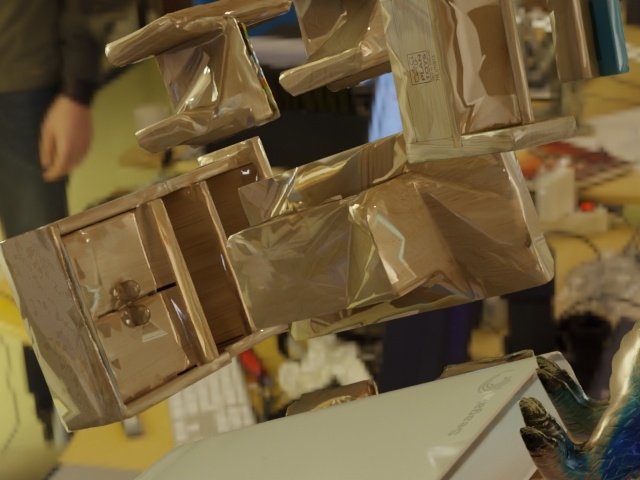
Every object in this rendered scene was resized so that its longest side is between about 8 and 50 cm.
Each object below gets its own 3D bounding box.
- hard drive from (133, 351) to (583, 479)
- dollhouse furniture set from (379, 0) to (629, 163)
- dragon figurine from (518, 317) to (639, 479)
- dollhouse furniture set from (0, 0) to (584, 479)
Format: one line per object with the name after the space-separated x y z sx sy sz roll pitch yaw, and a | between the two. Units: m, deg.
-0.028 0.151 0.775 0.307 0.040 0.203 -20 12 42 | hard drive
0.080 -0.137 0.655 0.129 0.184 0.129 -13 6 -32 | dollhouse furniture set
0.164 0.086 0.489 0.144 0.289 0.085 -22 5 21 | dragon figurine
0.000 0.000 1.029 0.394 0.362 0.256 -16 7 40 | dollhouse furniture set
